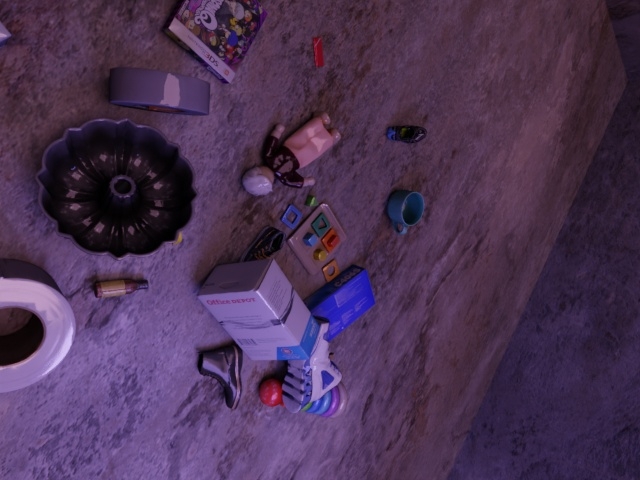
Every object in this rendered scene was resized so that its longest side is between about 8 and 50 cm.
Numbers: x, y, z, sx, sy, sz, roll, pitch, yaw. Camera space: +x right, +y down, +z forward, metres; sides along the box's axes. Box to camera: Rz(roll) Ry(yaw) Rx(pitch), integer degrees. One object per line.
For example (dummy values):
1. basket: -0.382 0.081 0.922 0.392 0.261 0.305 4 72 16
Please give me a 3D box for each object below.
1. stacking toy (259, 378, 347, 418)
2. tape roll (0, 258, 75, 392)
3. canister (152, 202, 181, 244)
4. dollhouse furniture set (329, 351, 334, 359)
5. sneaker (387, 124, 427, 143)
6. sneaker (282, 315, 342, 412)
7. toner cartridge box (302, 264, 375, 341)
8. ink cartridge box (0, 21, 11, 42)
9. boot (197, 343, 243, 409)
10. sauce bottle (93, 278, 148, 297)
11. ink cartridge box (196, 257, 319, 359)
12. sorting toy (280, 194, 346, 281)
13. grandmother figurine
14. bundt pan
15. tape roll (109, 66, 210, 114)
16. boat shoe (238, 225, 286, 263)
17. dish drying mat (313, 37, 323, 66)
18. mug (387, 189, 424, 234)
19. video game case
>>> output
1. stacking toy: -0.066 0.544 1.583 0.330 0.141 0.141 19 90 -37
2. tape roll: -0.672 0.175 0.962 0.246 0.169 0.247 -12 110 -36
3. canister: -0.454 -0.031 1.148 0.169 0.073 0.126 -21 114 -32
4. dollhouse furniture set: -0.023 0.388 1.612 0.114 0.091 0.081 -6 90 -35
5. sneaker: 0.334 -0.395 1.686 0.188 0.078 0.067 -8 107 -38
6. sneaker: -0.014 0.400 1.503 0.182 0.127 0.316 6 98 -46
7. toner cartridge box: 0.039 0.247 1.619 0.347 0.075 0.165 -33 120 -28
8. ink cartridge box: -0.688 -0.418 0.818 0.127 0.128 0.176 -43 124 -22
9. boot: -0.316 0.424 1.389 0.136 0.076 0.198 2 88 -35
10. sauce bottle: -0.510 0.121 1.162 0.128 0.042 0.042 -2 103 -39
11. ink cartridge box: -0.174 0.210 1.325 0.308 0.223 0.129 60 37 -33
12. sorting toy: 0.000 0.000 1.540 0.196 0.047 0.348 -47 126 -20
13. grandmother figurine: -0.091 -0.248 1.375 0.342 0.104 0.208 -39 96 -21
14. bundt pan: -0.457 -0.104 1.037 0.330 0.124 0.331 8 72 -25
15. tape roll: -0.366 -0.338 1.041 0.219 0.219 0.073 -1 102 -39
16. boat shoe: -0.180 0.038 1.380 0.065 0.083 0.184 40 76 -38
17. dish drying mat: -0.006 -0.585 1.405 0.032 0.008 0.084 -21 114 -35
18. mug: 0.310 -0.118 1.727 0.158 0.097 0.129 -49 127 -17
19. video game case: -0.263 -0.567 1.166 0.210 0.041 0.232 35 79 -47
